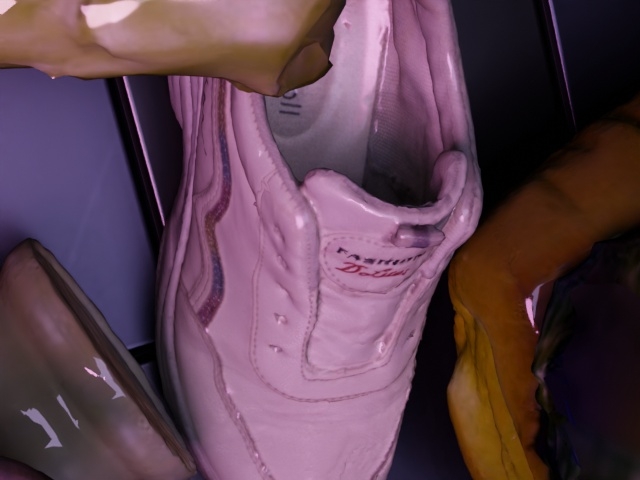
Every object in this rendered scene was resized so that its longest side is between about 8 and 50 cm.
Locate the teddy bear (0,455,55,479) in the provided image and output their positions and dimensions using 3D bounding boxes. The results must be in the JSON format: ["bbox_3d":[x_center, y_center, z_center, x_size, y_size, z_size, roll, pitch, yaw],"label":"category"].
[{"bbox_3d":[-0.315,0.123,0.553,0.362,0.375,0.327,-21,124,-34],"label":"teddy bear"}]

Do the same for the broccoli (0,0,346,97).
[{"bbox_3d":[-0.209,-0.159,0.519,0.397,0.275,0.353,-14,138,20],"label":"broccoli"}]

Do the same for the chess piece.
[{"bbox_3d":[-0.200,0.127,0.673,0.251,0.144,0.144,-36,106,-4],"label":"chess piece"}]

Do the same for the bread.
[{"bbox_3d":[0.232,0.011,0.738,0.376,0.208,0.251,-36,146,-14],"label":"bread"}]

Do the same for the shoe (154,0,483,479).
[{"bbox_3d":[0.000,0.000,0.674,0.132,0.210,0.342,-4,98,-18],"label":"shoe"}]
